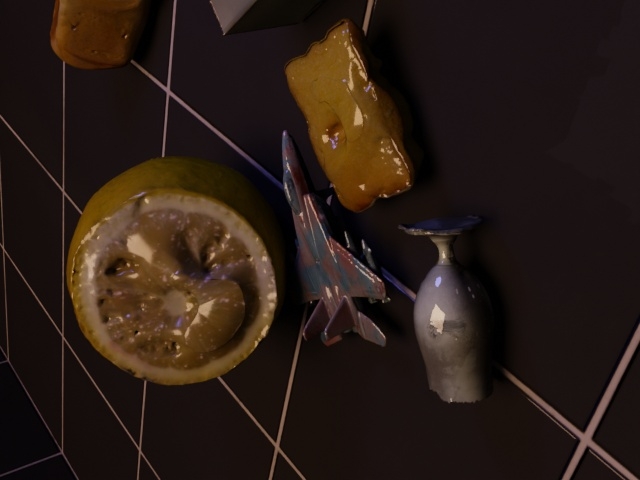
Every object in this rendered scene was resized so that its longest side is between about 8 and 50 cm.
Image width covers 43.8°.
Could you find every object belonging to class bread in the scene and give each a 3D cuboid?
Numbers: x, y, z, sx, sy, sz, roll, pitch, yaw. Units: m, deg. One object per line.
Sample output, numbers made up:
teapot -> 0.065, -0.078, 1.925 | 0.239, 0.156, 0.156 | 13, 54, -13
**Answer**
bread -> 0.050, -0.159, 1.047 | 0.161, 0.088, 0.233 | -20, 88, 59
bread -> -0.400, -0.452, 1.478 | 0.294, 0.167, 0.132 | 128, 143, -49

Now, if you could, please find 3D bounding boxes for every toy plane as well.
toy plane -> 0.006, -0.001, 1.144 | 0.223, 0.104, 0.326 | -10, 92, 53

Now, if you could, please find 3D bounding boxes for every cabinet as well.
cabinet -> -0.051, -0.388, 1.040 | 0.206, 0.150, 0.145 | -26, 86, 54

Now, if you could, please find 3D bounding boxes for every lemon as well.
lemon -> -0.220, 0.028, 1.273 | 0.364, 0.364, 0.364 | 23, 120, 48

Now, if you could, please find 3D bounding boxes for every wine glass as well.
wine glass -> 0.160, 0.083, 0.968 | 0.103, 0.103, 0.222 | 3, 104, 53
